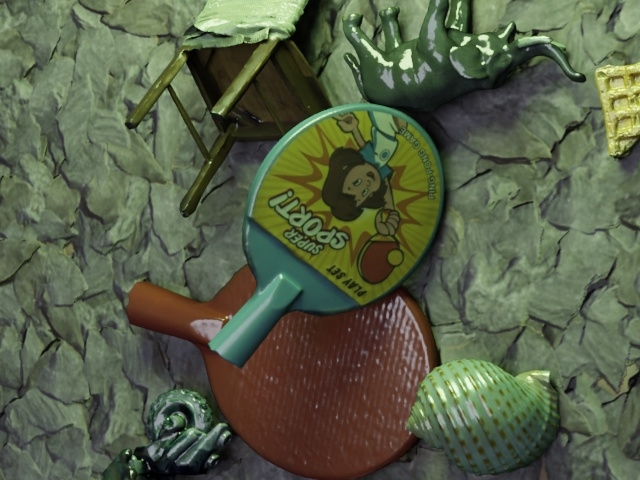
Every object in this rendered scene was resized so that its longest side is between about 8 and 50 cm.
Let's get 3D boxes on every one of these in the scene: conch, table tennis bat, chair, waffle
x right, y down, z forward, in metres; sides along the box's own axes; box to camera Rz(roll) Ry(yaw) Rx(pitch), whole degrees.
[{"bbox_3d":[0.169,0.192,1.777,0.153,0.102,0.135,-8,102,28],"label":"conch"},{"bbox_3d":[-0.049,0.126,1.937,0.415,0.051,0.268,15,99,28],"label":"table tennis bat"},{"bbox_3d":[-0.071,-0.196,1.893,0.160,0.319,0.186,-1,136,33],"label":"chair"},{"bbox_3d":[0.000,0.000,1.804,0.329,0.215,0.044,-50,24,-1],"label":"table tennis bat"},{"bbox_3d":[0.355,-0.144,1.693,0.153,0.023,0.097,-13,87,30],"label":"waffle"}]

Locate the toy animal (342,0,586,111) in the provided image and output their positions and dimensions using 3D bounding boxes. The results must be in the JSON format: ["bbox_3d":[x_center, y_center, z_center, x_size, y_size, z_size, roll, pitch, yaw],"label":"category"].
[{"bbox_3d":[0.146,-0.212,1.787,0.270,0.082,0.137,-8,91,27],"label":"toy animal"}]

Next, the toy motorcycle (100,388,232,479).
[{"bbox_3d":[-0.187,0.317,1.996,0.159,0.106,0.270,34,98,22],"label":"toy motorcycle"}]
